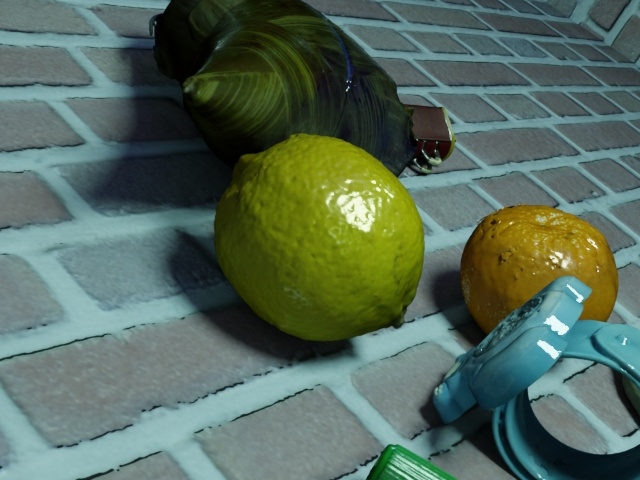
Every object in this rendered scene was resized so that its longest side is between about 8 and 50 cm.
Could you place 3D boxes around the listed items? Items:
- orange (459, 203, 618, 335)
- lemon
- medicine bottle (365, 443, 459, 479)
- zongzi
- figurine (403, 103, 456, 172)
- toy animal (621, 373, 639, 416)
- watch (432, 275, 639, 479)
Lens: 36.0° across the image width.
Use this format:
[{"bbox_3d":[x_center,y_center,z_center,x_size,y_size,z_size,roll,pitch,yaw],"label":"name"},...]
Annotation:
[{"bbox_3d":[0.254,0.048,1.158,0.193,0.161,0.193,11,31,-7],"label":"orange"},{"bbox_3d":[0.000,0.000,0.961,0.231,0.192,0.192,45,29,3],"label":"lemon"},{"bbox_3d":[0.173,0.267,0.798,0.309,0.076,0.111,33,25,6],"label":"medicine bottle"},{"bbox_3d":[-0.121,-0.218,1.128,0.403,0.208,0.432,45,15,28],"label":"zongzi"},{"bbox_3d":[0.156,-0.147,1.490,0.154,0.082,0.098,-1,54,-46],"label":"figurine"},{"bbox_3d":[0.416,0.206,1.148,0.079,0.070,0.253,1,38,-16],"label":"toy animal"},{"bbox_3d":[0.240,0.158,0.959,0.193,0.211,0.211,48,30,4],"label":"watch"}]
